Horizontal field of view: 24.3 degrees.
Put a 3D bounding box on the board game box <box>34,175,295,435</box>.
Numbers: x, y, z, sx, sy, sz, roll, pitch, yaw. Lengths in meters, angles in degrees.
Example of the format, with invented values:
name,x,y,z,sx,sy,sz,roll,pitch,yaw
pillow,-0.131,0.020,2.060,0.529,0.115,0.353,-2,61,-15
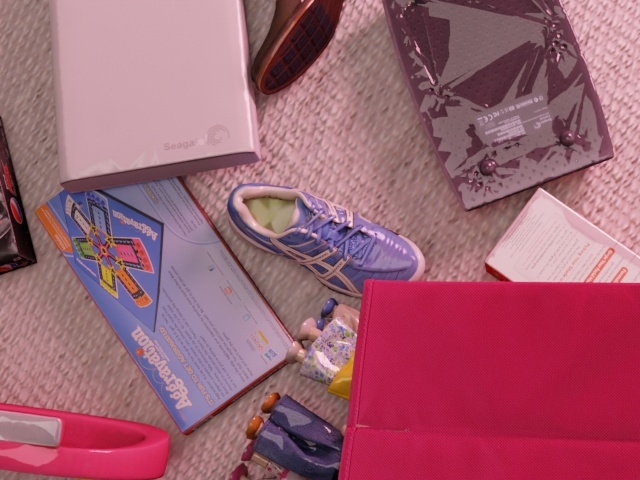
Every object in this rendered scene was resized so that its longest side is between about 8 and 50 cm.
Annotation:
name,x,y,z,sx,sy,sz,roll,pitch,yaw
board game box,-0.156,0.041,1.505,0.145,0.027,0.281,-35,77,0

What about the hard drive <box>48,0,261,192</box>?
name,x,y,z,sx,sy,sz,roll,pitch,yaw
hard drive,-0.177,-0.213,1.532,0.203,0.040,0.307,-9,72,7

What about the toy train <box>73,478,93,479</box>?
name,x,y,z,sx,sy,sz,roll,pitch,yaw
toy train,-0.207,0.280,1.361,0.105,0.248,0.143,-9,74,8

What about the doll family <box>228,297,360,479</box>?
name,x,y,z,sx,sy,sz,roll,pitch,yaw
doll family,0.025,0.179,1.405,0.163,0.118,0.263,28,85,12

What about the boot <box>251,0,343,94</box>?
name,x,y,z,sx,sy,sz,roll,pitch,yaw
boot,-0.032,-0.255,1.522,0.106,0.082,0.219,28,78,25

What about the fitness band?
name,x,y,z,sx,sy,sz,roll,pitch,yaw
fitness band,-0.287,0.184,1.407,0.291,0.209,0.054,7,84,11

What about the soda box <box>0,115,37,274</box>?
name,x,y,z,sx,sy,sz,roll,pitch,yaw
soda box,-0.344,-0.051,1.534,0.053,0.060,0.169,-18,78,6

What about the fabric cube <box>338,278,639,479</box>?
name,x,y,z,sx,sy,sz,roll,pitch,yaw
fabric cube,0.179,0.188,1.197,0.258,0.254,0.259,0,69,21

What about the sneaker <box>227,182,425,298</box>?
name,x,y,z,sx,sy,sz,roll,pitch,yaw
sneaker,0.000,0.000,1.460,0.211,0.081,0.080,18,82,10

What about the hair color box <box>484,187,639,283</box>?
name,x,y,z,sx,sy,sz,roll,pitch,yaw
hair color box,0.251,0.037,1.428,0.167,0.053,0.093,37,86,14

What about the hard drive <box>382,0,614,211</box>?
name,x,y,z,sx,sy,sz,roll,pitch,yaw
hard drive,0.172,-0.166,1.476,0.172,0.054,0.254,-21,77,5
